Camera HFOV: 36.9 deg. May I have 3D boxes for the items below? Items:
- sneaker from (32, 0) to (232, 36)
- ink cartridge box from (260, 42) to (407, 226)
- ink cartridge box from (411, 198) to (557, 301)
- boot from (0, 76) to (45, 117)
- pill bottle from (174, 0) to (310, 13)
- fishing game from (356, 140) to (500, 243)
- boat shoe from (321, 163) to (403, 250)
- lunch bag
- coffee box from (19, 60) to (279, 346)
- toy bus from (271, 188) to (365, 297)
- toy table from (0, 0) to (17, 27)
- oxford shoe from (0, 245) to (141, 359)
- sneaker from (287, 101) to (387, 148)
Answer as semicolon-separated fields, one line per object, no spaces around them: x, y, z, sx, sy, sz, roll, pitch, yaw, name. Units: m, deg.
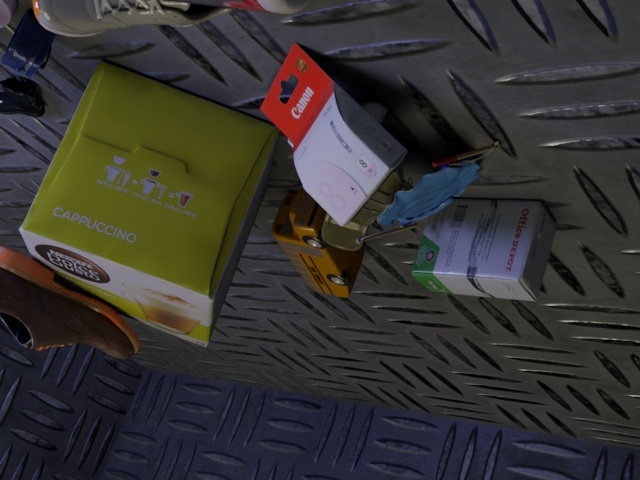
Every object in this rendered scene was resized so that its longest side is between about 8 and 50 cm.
-0.228;-0.312;1.214;0.262;0.099;0.121;-16;-161;-35;sneaker
0.000;-0.153;1.447;0.232;0.066;0.189;41;147;2;ink cartridge box
0.279;0.014;1.634;0.208;0.153;0.087;4;155;38;ink cartridge box
-0.595;-0.280;1.855;0.121;0.045;0.099;11;161;4;boot
-0.162;-0.358;1.082;0.318;0.176;0.176;12;158;22;pill bottle
0.170;-0.080;1.525;0.189;0.041;0.264;-17;161;-31;fishing game
0.070;-0.089;1.638;0.113;0.103;0.302;22;154;-7;boat shoe
-0.476;-0.317;1.580;0.065;0.098;0.067;27;153;-24;lunch bag
-0.296;-0.054;1.728;0.337;0.338;0.334;20;159;-1;coffee box
0.000;0.000;1.920;0.130;0.108;0.333;13;159;23;toy bus
-0.642;-0.354;1.556;0.274;0.161;0.252;7;156;29;toy table
-0.482;0.147;1.733;0.130;0.133;0.363;-1;150;46;oxford shoe
0.023;-0.169;1.524;0.095;0.090;0.235;40;152;-10;sneaker
